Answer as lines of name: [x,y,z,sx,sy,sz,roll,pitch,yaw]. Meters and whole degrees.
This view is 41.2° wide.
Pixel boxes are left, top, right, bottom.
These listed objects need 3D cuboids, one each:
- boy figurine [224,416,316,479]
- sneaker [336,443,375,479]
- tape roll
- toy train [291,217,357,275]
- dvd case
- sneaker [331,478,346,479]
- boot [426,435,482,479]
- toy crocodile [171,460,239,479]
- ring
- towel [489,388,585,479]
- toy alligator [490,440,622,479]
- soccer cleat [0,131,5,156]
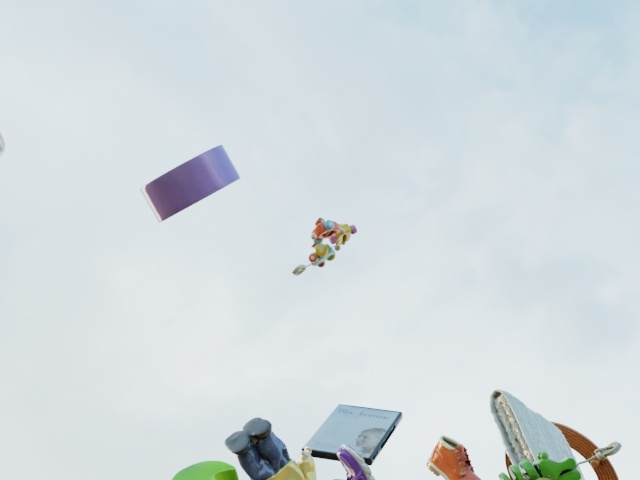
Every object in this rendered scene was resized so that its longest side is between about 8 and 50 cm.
boy figurine: [-0.079,0.504,1.772,0.092,0.177,0.285,9,-47,60]
sneaker: [0.059,0.410,1.362,0.071,0.170,0.068,-19,-10,-9]
tape roll: [-0.259,-0.114,1.703,0.189,0.189,0.080,-25,-84,30]
toy train: [0.000,0.000,1.672,0.125,0.046,0.166,-13,-28,-38]
dvd case: [0.083,0.480,2.122,0.180,0.253,0.022,2,-74,23]
sneaker: [0.068,0.435,1.223,0.100,0.108,0.271,-32,-48,-20]
boot: [0.296,0.476,1.784,0.059,0.158,0.084,1,-67,-48]
toy crocodile: [-0.078,0.307,0.783,0.105,0.340,0.115,-21,-76,-19]
ring: [0.644,0.641,2.295,0.336,0.032,0.336,20,-58,35]
towel: [0.364,0.375,1.322,0.049,0.282,0.187,-40,-54,19]
toy alligator: [0.229,0.250,0.897,0.189,0.051,0.056,-33,-10,-8]
soccer cleat: [-0.407,-0.158,0.953,0.083,0.095,0.248,37,-6,14]
